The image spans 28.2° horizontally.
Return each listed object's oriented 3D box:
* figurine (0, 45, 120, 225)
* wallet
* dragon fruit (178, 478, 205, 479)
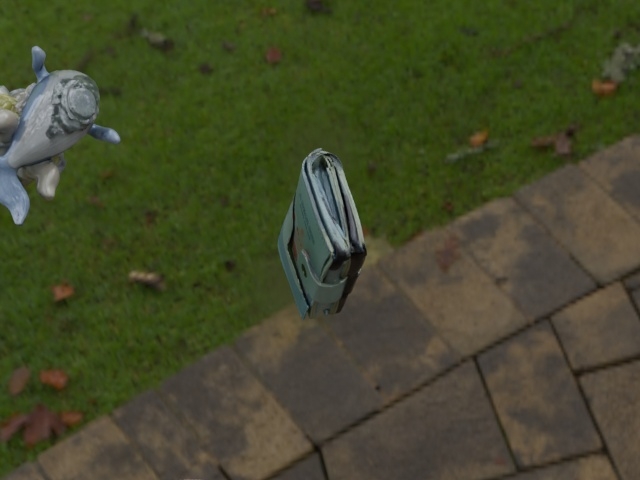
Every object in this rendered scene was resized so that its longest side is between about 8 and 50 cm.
[{"bbox_3d":[-0.298,-0.105,1.283,0.184,0.128,0.208,-25,24,32],"label":"figurine"},{"bbox_3d":[0.000,0.000,1.870,0.075,0.250,0.176,-10,66,-15],"label":"wallet"},{"bbox_3d":[-0.204,0.559,1.904,0.386,0.249,0.371,26,58,35],"label":"dragon fruit"}]
